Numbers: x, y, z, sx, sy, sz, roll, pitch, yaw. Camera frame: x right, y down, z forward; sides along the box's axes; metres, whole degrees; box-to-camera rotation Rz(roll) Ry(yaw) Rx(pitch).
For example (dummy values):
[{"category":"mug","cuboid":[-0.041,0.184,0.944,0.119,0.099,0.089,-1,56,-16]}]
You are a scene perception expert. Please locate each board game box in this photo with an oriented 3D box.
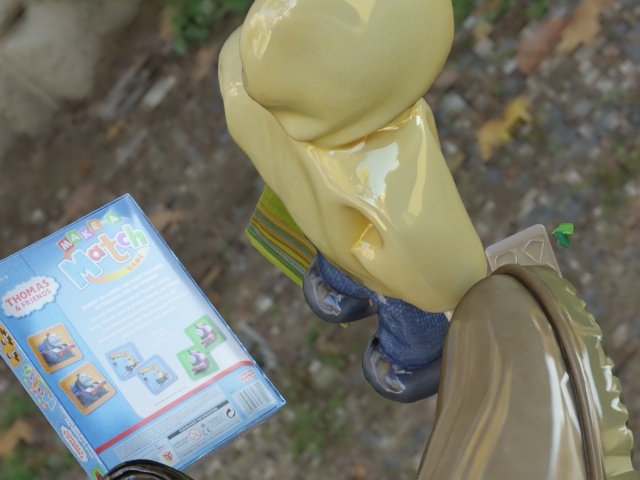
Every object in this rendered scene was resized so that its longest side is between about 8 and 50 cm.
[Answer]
[{"category":"board game box","cuboid":[-0.151,0.084,1.491,0.160,0.211,0.039,-30,-12,-34]}]

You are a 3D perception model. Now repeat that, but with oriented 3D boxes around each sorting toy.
[{"category":"sorting toy","cuboid":[0.188,0.018,1.685,0.083,0.062,0.012,-25,15,-9]}]

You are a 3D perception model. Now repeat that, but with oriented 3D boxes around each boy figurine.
[{"category":"boy figurine","cuboid":[0.015,-0.042,0.853,0.092,0.285,0.177,-32,57,-11]}]

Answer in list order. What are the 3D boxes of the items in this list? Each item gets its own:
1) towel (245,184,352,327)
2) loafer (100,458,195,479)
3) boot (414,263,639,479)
[{"category":"towel","cuboid":[0.000,0.000,1.244,0.021,0.102,0.237,-51,-3,-14]},{"category":"loafer","cuboid":[-0.080,0.226,1.274,0.080,0.220,0.078,-46,-25,5]},{"category":"boot","cuboid":[-0.018,0.105,0.707,0.089,0.269,0.236,109,156,-48]}]
